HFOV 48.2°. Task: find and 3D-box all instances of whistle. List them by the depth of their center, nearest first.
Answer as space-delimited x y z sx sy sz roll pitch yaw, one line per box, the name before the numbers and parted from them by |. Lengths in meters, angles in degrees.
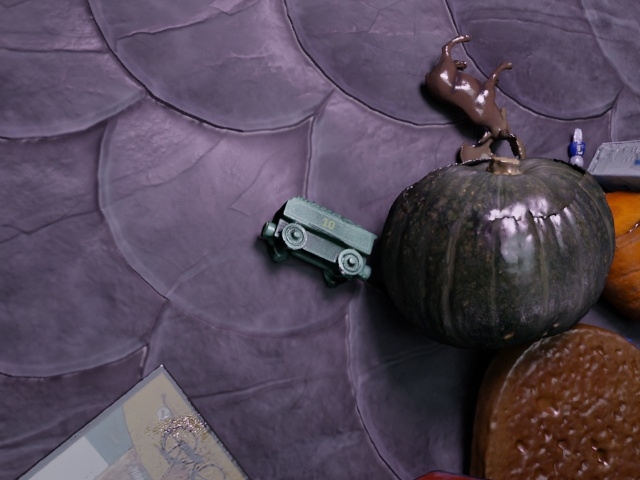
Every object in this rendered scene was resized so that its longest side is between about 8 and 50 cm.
whistle | 0.464 -0.163 1.303 0.033 0.029 0.083 7 82 -6

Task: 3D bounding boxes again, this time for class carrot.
carrot | 0.534 0.041 1.227 0.159 0.159 0.225 -41 106 -26

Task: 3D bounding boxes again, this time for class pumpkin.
pumpkin | 0.257 0.008 1.035 0.327 0.291 0.258 -17 111 -38

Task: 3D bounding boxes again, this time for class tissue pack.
tissue pack | 0.629 -0.078 1.274 0.263 0.177 0.089 29 88 -15

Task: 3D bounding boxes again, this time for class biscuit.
biscuit | 0.390 0.324 1.082 0.350 0.070 0.395 11 88 -10

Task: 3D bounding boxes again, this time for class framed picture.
framed picture | -0.247 0.347 0.870 0.324 0.013 0.244 -39 94 -27

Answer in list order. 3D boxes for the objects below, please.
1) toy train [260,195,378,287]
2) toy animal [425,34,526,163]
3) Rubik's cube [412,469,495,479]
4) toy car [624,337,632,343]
toy train | 0.000 0.000 1.035 0.172 0.070 0.100 25 61 -16
toy animal | 0.264 -0.218 1.200 0.214 0.094 0.186 28 63 -8
Rubik's cube | 0.148 0.484 0.843 0.316 0.318 0.313 -15 84 -27
toy car | 0.438 0.239 1.169 0.216 0.063 0.103 -35 93 -19
